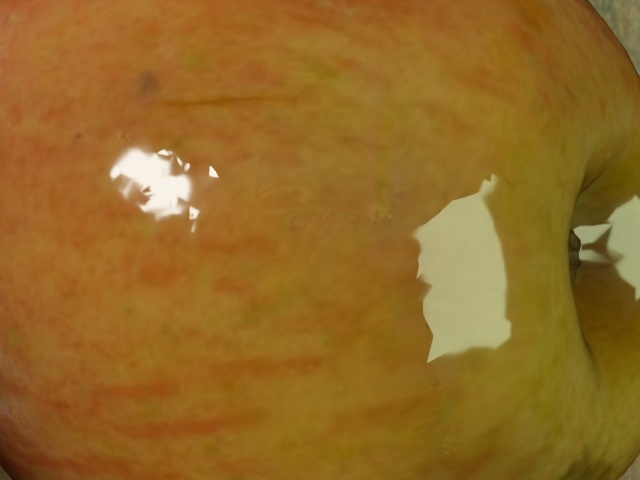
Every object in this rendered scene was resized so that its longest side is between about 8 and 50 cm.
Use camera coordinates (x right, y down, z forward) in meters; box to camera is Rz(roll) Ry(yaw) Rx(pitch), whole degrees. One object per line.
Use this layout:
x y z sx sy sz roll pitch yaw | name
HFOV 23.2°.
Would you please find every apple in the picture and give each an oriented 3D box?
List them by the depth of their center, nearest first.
0.000 0.000 0.749 0.364 0.364 0.363 -9 103 -41 | apple
